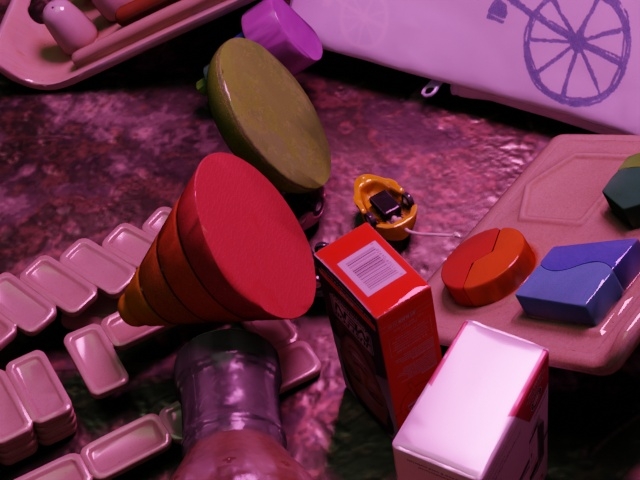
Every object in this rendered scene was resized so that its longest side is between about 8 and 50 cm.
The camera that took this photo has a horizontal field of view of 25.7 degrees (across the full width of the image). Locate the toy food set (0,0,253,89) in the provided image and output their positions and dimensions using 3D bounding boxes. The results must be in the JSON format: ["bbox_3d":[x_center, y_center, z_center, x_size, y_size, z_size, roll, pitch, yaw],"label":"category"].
[{"bbox_3d":[-0.144,-0.272,1.219,0.306,0.092,0.220,-19,42,28],"label":"toy food set"}]

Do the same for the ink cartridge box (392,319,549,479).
[{"bbox_3d":[0.092,0.130,0.828,0.056,0.135,0.099,19,55,23],"label":"ink cartridge box"}]

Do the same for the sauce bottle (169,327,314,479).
[{"bbox_3d":[-0.043,0.201,0.809,0.111,0.111,0.344,-11,49,2],"label":"sauce bottle"}]

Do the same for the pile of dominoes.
[{"bbox_3d":[-0.153,0.085,0.996,0.251,0.040,0.196,-24,54,-18],"label":"pile of dominoes"}]

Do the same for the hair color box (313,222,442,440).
[{"bbox_3d":[0.041,0.063,0.895,0.043,0.141,0.072,-31,49,-15],"label":"hair color box"}]

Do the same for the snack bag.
[{"bbox_3d":[0.138,-0.265,1.088,0.342,0.323,0.037,18,16,25],"label":"snack bag"}]

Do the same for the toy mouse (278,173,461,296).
[{"bbox_3d":[0.000,0.000,1.036,0.143,0.031,0.161,-32,49,-18],"label":"toy mouse"}]

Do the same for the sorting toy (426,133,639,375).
[{"bbox_3d":[0.196,-0.038,0.941,0.307,0.041,0.229,-47,25,-24],"label":"sorting toy"}]

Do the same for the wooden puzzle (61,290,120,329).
[{"bbox_3d":[-0.153,0.038,1.049,0.116,0.014,0.078,10,55,20],"label":"wooden puzzle"}]

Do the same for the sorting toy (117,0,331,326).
[{"bbox_3d":[-0.078,-0.053,1.031,0.126,0.127,0.365,-31,29,25],"label":"sorting toy"}]
